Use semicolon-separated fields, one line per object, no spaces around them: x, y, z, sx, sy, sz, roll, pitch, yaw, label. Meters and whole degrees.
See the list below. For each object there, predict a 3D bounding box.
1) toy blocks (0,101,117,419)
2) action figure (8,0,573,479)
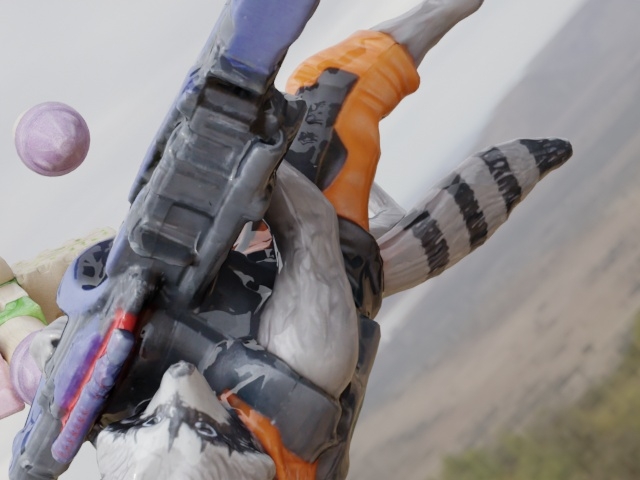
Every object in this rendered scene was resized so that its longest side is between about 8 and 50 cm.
-0.221;0.063;1.317;0.288;0.309;0.260;-23;16;-16;toy blocks
0.000;0.000;0.862;0.330;0.178;0.341;-60;1;-40;action figure
